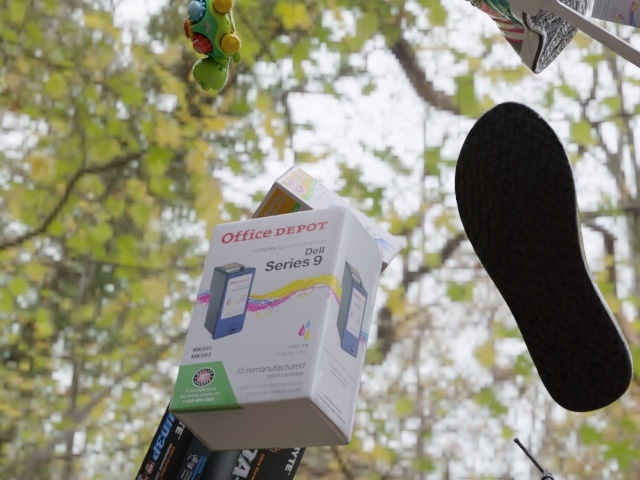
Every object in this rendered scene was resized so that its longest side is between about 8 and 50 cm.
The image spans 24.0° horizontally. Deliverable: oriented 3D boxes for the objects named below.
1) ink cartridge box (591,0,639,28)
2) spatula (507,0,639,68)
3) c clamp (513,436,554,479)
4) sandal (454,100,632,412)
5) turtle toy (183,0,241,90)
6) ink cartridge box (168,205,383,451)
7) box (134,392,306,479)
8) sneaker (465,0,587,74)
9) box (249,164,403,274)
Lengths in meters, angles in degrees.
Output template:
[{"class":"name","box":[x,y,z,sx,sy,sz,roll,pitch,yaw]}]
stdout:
[{"class":"ink cartridge box","box":[0.425,-0.322,1.960,0.122,0.052,0.088,16,-70,22]},{"class":"spatula","box":[0.293,-0.272,1.531,0.242,0.019,0.168,30,-60,-5]},{"class":"c clamp","box":[0.272,0.299,1.696,0.137,0.160,0.022,44,-82,-9]},{"class":"sandal","box":[0.305,0.024,2.110,0.168,0.445,0.107,-18,4,11]},{"class":"turtle toy","box":[-0.130,-0.246,1.824,0.066,0.130,0.095,-9,10,-1]},{"class":"ink cartridge box","box":[-0.039,0.083,1.427,0.154,0.212,0.093,-7,-38,28]},{"class":"box","box":[-0.108,0.247,1.619,0.175,0.220,0.051,26,-4,-43]},{"class":"sneaker","box":[0.224,-0.317,1.877,0.124,0.178,0.295,-48,-18,-1]},{"class":"box","box":[0.000,0.000,2.206,0.203,0.103,0.114,37,-67,3]}]
